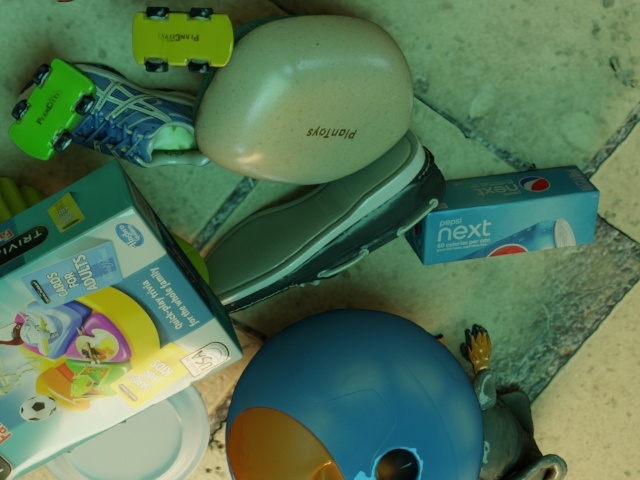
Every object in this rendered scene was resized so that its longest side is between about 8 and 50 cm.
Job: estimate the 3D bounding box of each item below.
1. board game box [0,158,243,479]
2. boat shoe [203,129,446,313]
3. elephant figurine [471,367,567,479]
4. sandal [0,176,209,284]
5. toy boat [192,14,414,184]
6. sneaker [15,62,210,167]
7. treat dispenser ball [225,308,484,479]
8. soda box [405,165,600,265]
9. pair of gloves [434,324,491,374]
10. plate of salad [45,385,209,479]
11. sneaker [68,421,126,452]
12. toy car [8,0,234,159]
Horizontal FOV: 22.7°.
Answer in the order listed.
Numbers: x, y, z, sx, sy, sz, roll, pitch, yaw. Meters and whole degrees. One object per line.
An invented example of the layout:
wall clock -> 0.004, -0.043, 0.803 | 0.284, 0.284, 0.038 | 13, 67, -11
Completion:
board game box -> -0.280, 0.101, 1.575 | 0.336, 0.079, 0.254 | -29, 135, 4
boat shoe -> 0.000, 0.000, 1.723 | 0.302, 0.114, 0.091 | -31, 131, 11
elephant figurine -> 0.220, 0.265, 1.960 | 0.239, 0.186, 0.169 | 15, 71, -38
sandal -> -0.275, 0.034, 1.647 | 0.317, 0.126, 0.138 | 23, 114, -28
toy boat -> 0.011, -0.204, 1.592 | 0.267, 0.148, 0.318 | 6, 123, -48
sneaker -> -0.198, -0.121, 1.600 | 0.211, 0.081, 0.080 | 6, 119, -20
treat dispenser ball -> 0.038, 0.218, 1.764 | 0.288, 0.288, 0.288 | -9, 122, -14
soda box -> 0.206, -0.029, 1.807 | 0.210, 0.067, 0.071 | -7, 122, -15
pair of gloves -> 0.168, 0.139, 1.930 | 0.083, 0.010, 0.074 | -15, 124, -10
plate of salad -> -0.225, 0.208, 1.805 | 0.199, 0.048, 0.200 | -1, 117, -3
sneaker -> -0.297, 0.195, 1.732 | 0.192, 0.064, 0.086 | -23, 89, 9
toy car -> -0.220, -0.179, 1.522 | 0.239, 0.053, 0.225 | 36, 104, 3
